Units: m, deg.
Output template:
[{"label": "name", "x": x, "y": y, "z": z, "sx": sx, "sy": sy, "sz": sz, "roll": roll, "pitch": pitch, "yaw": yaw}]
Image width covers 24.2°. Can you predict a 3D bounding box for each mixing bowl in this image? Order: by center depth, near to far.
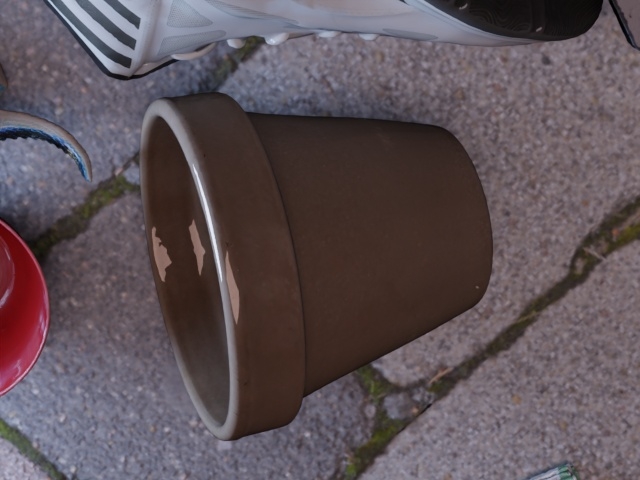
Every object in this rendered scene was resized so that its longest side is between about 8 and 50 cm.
[{"label": "mixing bowl", "x": -0.304, "y": 0.037, "z": 1.210, "sx": 0.181, "sy": 0.098, "sz": 0.181, "roll": -1, "pitch": 108, "yaw": -2}]

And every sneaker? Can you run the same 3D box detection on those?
[{"label": "sneaker", "x": -0.017, "y": -0.215, "z": 1.130, "sx": 0.447, "sy": 0.257, "sz": 0.169, "roll": 7, "pitch": 73, "yaw": -32}]

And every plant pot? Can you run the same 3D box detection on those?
[{"label": "plant pot", "x": 0.000, "y": 0.000, "z": 1.154, "sx": 0.229, "sy": 0.263, "sz": 0.263, "roll": -13, "pitch": 108, "yaw": -17}]

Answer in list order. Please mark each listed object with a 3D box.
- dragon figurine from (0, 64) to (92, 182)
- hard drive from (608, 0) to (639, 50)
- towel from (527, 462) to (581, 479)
[{"label": "dragon figurine", "x": -0.324, "y": -0.095, "z": 1.175, "sx": 0.289, "sy": 0.085, "sz": 0.144, "roll": 33, "pitch": 104, "yaw": -10}, {"label": "hard drive", "x": 0.330, "y": -0.316, "z": 1.071, "sx": 0.339, "sy": 0.064, "sz": 0.237, "roll": -27, "pitch": 99, "yaw": 11}, {"label": "towel", "x": 0.179, "y": 0.276, "z": 1.340, "sx": 0.152, "sy": 0.023, "sz": 0.113, "roll": -25, "pitch": 106, "yaw": 6}]
